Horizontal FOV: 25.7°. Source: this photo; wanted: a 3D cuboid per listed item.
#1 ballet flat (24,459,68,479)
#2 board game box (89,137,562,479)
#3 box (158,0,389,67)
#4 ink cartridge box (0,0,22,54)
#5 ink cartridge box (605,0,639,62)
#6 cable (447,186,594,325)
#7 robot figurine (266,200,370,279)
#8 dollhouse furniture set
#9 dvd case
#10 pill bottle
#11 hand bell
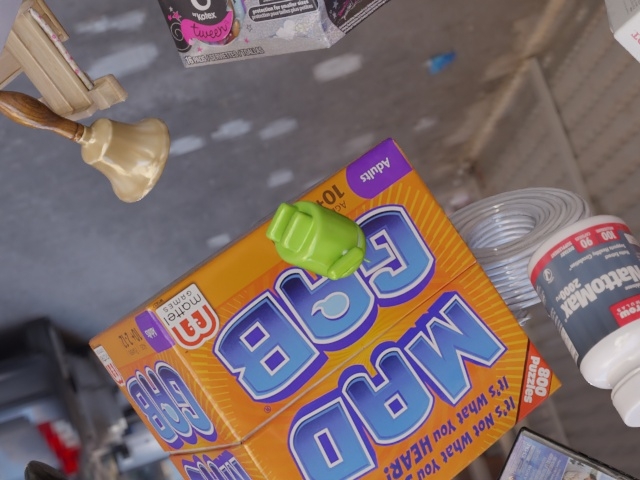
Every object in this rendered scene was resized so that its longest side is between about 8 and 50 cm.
[{"bbox_3d":[-0.296,0.301,1.548,0.057,0.173,0.049,17,110,-35],"label":"ballet flat"},{"bbox_3d":[-0.009,0.148,1.706,0.357,0.356,0.356,-36,-177,-21],"label":"board game box"},{"bbox_3d":[-0.066,-0.325,1.787,0.247,0.142,0.163,-3,-152,39],"label":"box"},{"bbox_3d":[-0.355,-0.253,1.257,0.172,0.237,0.100,12,147,0],"label":"ink cartridge box"},{"bbox_3d":[0.413,-0.257,1.508,0.176,0.128,0.127,-41,-161,23],"label":"ink cartridge box"},{"bbox_3d":[0.251,0.015,1.911,0.257,0.089,0.257,-3,-152,40],"label":"cable"},{"bbox_3d":[0.000,0.000,1.426,0.115,0.067,0.101,22,-176,-44],"label":"robot figurine"},{"bbox_3d":[-0.438,-0.354,2.212,0.174,0.303,0.356,-47,-157,-28],"label":"dollhouse furniture set"},{"bbox_3d":[0.297,0.334,1.517,0.253,0.180,0.022,24,-174,13],"label":"dvd case"},{"bbox_3d":[0.277,0.076,1.304,0.108,0.180,0.108,-19,149,-12],"label":"pill bottle"},{"bbox_3d":[-0.333,-0.150,1.871,0.242,0.126,0.126,24,143,-39],"label":"hand bell"}]
